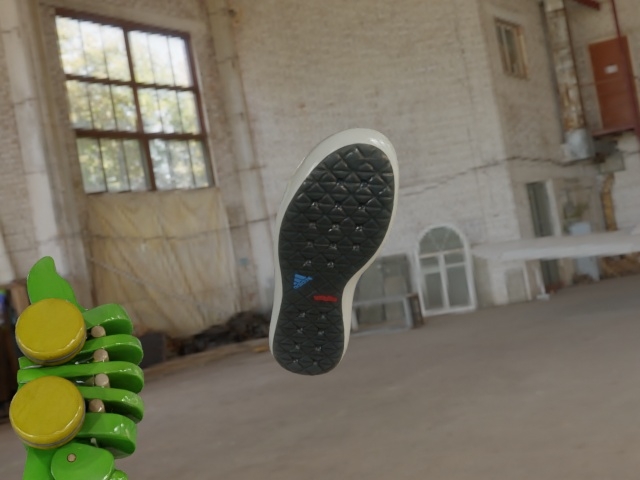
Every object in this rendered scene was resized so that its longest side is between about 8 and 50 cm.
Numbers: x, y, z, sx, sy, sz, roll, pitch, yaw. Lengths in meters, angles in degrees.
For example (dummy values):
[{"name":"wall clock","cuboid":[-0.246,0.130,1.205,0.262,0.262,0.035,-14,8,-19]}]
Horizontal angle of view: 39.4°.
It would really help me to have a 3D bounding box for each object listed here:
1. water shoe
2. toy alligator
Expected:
[{"name":"water shoe","cuboid":[0.000,0.000,0.612,0.073,0.203,0.080,11,36,-8]},{"name":"toy alligator","cuboid":[-0.099,0.087,0.373,0.051,0.190,0.056,-4,-35,-8]}]
